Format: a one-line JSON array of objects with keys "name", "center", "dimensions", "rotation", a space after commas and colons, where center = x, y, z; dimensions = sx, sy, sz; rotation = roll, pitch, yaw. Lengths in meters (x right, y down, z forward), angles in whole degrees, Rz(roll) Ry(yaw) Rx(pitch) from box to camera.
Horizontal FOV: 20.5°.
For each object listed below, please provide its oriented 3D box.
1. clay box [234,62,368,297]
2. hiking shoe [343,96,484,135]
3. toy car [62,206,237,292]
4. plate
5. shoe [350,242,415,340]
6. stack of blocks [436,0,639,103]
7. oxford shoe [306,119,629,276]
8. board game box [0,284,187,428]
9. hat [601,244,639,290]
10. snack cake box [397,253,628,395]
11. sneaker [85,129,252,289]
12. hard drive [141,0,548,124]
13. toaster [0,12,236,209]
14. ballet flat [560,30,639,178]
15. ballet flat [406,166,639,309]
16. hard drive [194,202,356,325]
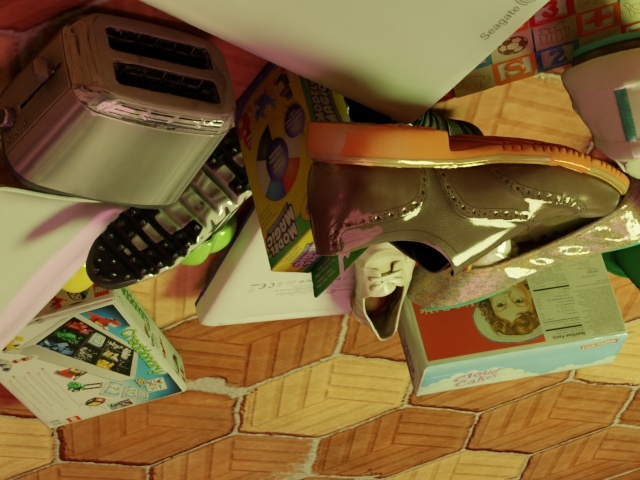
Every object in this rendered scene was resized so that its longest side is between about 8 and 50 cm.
[{"name": "clay box", "center": [-0.017, -0.068, 1.717], "dimensions": [0.053, 0.222, 0.127], "rotation": [5, 147, -32]}, {"name": "hiking shoe", "center": [0.086, -0.114, 1.827], "dimensions": [0.226, 0.086, 0.114], "rotation": [3, 151, -28]}, {"name": "toy car", "center": [-0.193, -0.003, 1.937], "dimensions": [0.225, 0.053, 0.239], "rotation": [1, 149, -26]}, {"name": "plate", "center": [-0.343, 0.037, 1.741], "dimensions": [0.277, 0.045, 0.278], "rotation": [-46, 162, 16]}, {"name": "shoe", "center": [0.077, 0.051, 2.068], "dimensions": [0.076, 0.058, 0.219], "rotation": [-13, 154, -9]}, {"name": "stack of blocks", "center": [0.204, -0.238, 1.650], "dimensions": [0.297, 0.087, 0.171], "rotation": [-17, 152, 5]}, {"name": "oxford shoe", "center": [0.136, -0.034, 1.651], "dimensions": [0.363, 0.133, 0.130], "rotation": [4, -177, -32]}, {"name": "board game box", "center": [-0.296, 0.135, 2.147], "dimensions": [0.193, 0.053, 0.305], "rotation": [-16, 153, 5]}, {"name": "hat", "center": [0.460, 0.075, 2.246], "dimensions": [0.173, 0.184, 0.208], "rotation": [-25, 150, 21]}, {"name": "snack cake box", "center": [0.231, 0.091, 2.205], "dimensions": [0.264, 0.152, 0.089], "rotation": [-8, 152, -10]}, {"name": "sneaker", "center": [-0.147, -0.018, 1.833], "dimensions": [0.234, 0.078, 0.106], "rotation": [-41, 173, -22]}, {"name": "hard drive", "center": [0.009, -0.236, 1.482], "dimensions": [0.353, 0.047, 0.233], "rotation": [22, 134, -32]}, {"name": "toaster", "center": [-0.179, -0.118, 1.651], "dimensions": [0.227, 0.129, 0.146], "rotation": [11, 141, -33]}, {"name": "ballet flat", "center": [0.315, -0.119, 1.731], "dimensions": [0.139, 0.139, 0.400], "rotation": [-23, 175, 16]}, {"name": "ballet flat", "center": [0.241, -0.016, 2.092], "dimensions": [0.316, 0.108, 0.106], "rotation": [-20, 134, 0]}, {"name": "hard drive", "center": [0.000, 0.000, 2.037], "dimensions": [0.210, 0.040, 0.319], "rotation": [-4, 151, -25]}]
